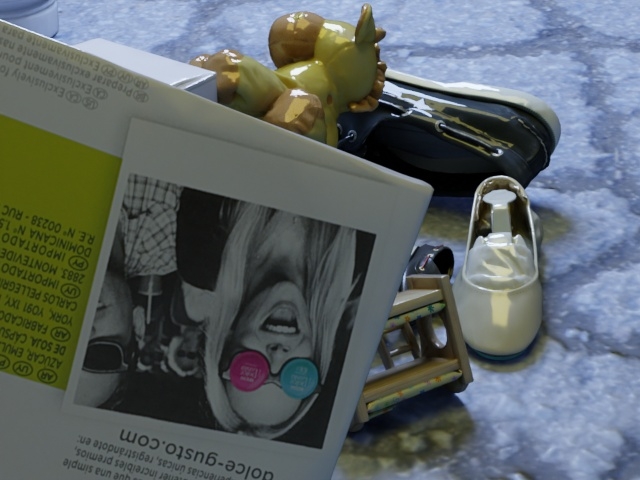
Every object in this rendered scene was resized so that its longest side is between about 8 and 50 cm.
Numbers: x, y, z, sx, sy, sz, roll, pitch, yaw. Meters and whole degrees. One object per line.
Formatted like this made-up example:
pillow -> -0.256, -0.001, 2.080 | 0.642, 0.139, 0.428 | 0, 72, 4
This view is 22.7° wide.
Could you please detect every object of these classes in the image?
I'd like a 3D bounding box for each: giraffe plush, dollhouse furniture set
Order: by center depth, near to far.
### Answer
dollhouse furniture set -> 0.002, 0.101, 1.312 | 0.182, 0.101, 0.161 | -17, 7, -26
giraffe plush -> -0.013, -0.147, 1.511 | 0.170, 0.210, 0.181 | -59, 22, -18

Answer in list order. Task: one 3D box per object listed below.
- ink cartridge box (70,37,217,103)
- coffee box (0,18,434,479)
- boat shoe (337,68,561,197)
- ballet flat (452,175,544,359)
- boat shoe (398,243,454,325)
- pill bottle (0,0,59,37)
ink cartridge box -> -0.175, -0.060, 1.452 | 0.159, 0.218, 0.092 | 20, 35, 34
coffee box -> -0.201, 0.056, 0.910 | 0.338, 0.334, 0.338 | 20, -2, -24
boat shoe -> 0.067, -0.096, 1.626 | 0.340, 0.127, 0.113 | 10, 53, 18
ballet flat -> 0.161, 0.014, 1.445 | 0.086, 0.086, 0.248 | 2, 28, 6
boat shoe -> 0.093, 0.039, 1.433 | 0.042, 0.049, 0.133 | -2, 22, 16
pill bottle -> -0.418, -0.402, 2.052 | 0.160, 0.283, 0.160 | -1, 28, 1
